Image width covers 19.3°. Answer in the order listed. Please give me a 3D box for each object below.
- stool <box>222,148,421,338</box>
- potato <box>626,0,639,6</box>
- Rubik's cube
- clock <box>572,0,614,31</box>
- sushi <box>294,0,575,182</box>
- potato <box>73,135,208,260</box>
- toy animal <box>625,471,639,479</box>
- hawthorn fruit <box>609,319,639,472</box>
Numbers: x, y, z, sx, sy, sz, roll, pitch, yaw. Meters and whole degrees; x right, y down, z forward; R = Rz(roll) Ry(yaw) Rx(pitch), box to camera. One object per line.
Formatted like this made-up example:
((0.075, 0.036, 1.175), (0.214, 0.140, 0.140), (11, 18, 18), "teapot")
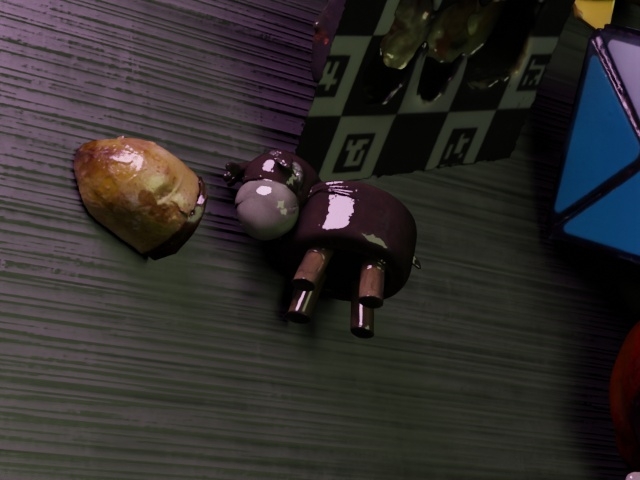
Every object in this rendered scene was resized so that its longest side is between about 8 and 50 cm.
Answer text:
((0.000, 0.000, 1.729), (0.217, 0.125, 0.121), (32, 56, -22), "stool")
((0.384, -0.384, 2.196), (0.285, 0.242, 0.243), (24, 59, -58), "potato")
((0.429, -0.086, 2.048), (0.250, 0.248, 0.246), (4, 101, -45), "Rubik's cube")
((0.303, -0.400, 2.050), (0.277, 0.071, 0.293), (30, 91, -4), "clock")
((0.098, -0.218, 1.888), (0.373, 0.100, 0.296), (-10, 128, -47), "sushi")
((-0.157, -0.049, 1.624), (0.103, 0.066, 0.096), (28, 54, -34), "potato")
((0.401, 0.306, 1.911), (0.282, 0.138, 0.140), (-7, 42, -26), "toy animal")
((0.412, 0.153, 2.039), (0.215, 0.215, 0.250), (39, 37, -30), "hawthorn fruit")
